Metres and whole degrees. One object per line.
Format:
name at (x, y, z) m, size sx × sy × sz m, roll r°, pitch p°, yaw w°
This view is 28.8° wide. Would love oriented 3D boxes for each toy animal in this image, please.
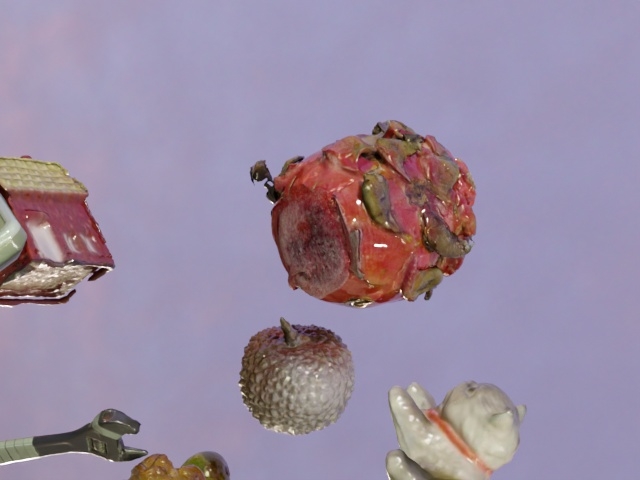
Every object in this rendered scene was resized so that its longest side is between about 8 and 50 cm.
toy animal at (0.193, 0.322, 1.783) m, size 0.308 × 0.188 × 0.266 m, roll 27°, pitch 57°, yaw -70°

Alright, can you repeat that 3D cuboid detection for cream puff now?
cream puff at (-0.202, 0.331, 1.589) m, size 0.094 × 0.116 × 0.122 m, roll 11°, pitch -26°, yaw 25°

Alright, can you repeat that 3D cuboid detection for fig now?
fig at (-0.178, 0.353, 1.858) m, size 0.074 × 0.088 × 0.074 m, roll -11°, pitch 90°, yaw -86°

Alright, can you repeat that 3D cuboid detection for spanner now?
spanner at (-0.364, 0.269, 1.592) m, size 0.315 × 0.024 × 0.087 m, roll -12°, pitch -49°, yaw 19°

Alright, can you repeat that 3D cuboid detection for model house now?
model house at (-0.484, -0.032, 2.029) m, size 0.160 × 0.196 × 0.254 m, roll -38°, pitch -113°, yaw 30°

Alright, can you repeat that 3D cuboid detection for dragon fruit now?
dragon fruit at (0.078, -0.035, 1.707) m, size 0.269 × 0.291 × 0.250 m, roll -15°, pitch -83°, yaw 46°

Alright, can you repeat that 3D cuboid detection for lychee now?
lychee at (-0.032, 0.182, 1.717) m, size 0.165 × 0.165 × 0.197 m, roll 35°, pitch -47°, yaw 39°

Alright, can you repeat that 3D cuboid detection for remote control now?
remote control at (-0.505, -0.013, 1.809) m, size 0.065 × 0.128 × 0.335 m, roll 59°, pitch -11°, yaw -26°
